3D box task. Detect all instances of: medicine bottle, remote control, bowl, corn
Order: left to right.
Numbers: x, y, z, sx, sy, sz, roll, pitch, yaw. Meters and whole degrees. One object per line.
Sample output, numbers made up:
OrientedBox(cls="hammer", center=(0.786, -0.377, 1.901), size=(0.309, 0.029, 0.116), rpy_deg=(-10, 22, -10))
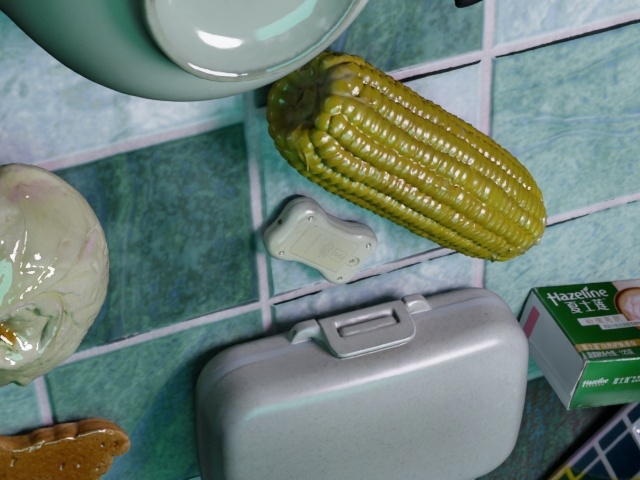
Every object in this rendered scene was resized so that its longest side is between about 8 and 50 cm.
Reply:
OrientedBox(cls="bowl", center=(-0.077, -0.236, 1.095), size=(0.354, 0.185, 0.354), rpy_deg=(-16, 135, -17))
OrientedBox(cls="remote control", center=(0.000, 0.000, 1.547), size=(0.122, 0.032, 0.074), rpy_deg=(26, 114, -40))
OrientedBox(cls="medicine bottle", center=(0.048, 0.195, 1.677), size=(0.375, 0.123, 0.282), rpy_deg=(-13, 131, -15))
OrientedBox(cls="corn", center=(0.096, -0.074, 1.467), size=(0.344, 0.131, 0.131), rpy_deg=(24, 115, -41))

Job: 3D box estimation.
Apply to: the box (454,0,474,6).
OrientedBox(cls="box", center=(0.201, -0.275, 1.316), size=(0.212, 0.201, 0.042), rpy_deg=(-37, 91, 7))

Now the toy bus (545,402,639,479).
OrientedBox(cls="toy bus", center=(0.502, 0.271, 1.879), size=(0.209, 0.249, 0.440), rpy_deg=(17, 125, -36))

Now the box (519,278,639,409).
OrientedBox(cls="box", center=(0.347, 0.118, 1.748), size=(0.199, 0.135, 0.081), rpy_deg=(-2, 129, -26))

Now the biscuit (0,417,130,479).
OrientedBox(cls="biscuit", center=(-0.332, 0.270, 1.615), size=(0.280, 0.043, 0.183), rpy_deg=(-28, 132, 5))

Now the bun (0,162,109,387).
OrientedBox(cls="bun", center=(-0.301, 0.049, 1.337), size=(0.244, 0.153, 0.244), rpy_deg=(-17, 147, -12))
